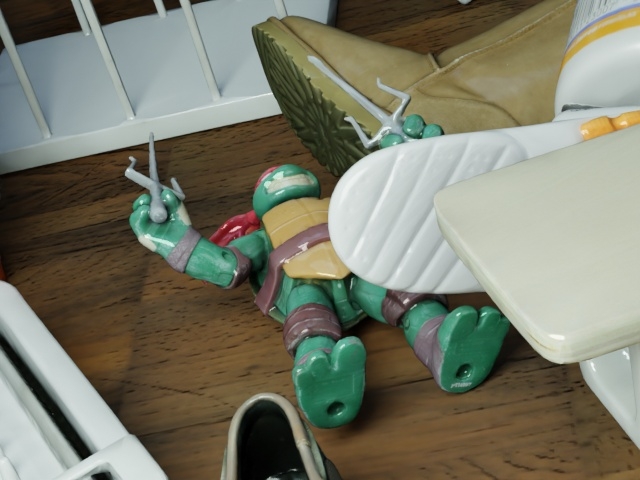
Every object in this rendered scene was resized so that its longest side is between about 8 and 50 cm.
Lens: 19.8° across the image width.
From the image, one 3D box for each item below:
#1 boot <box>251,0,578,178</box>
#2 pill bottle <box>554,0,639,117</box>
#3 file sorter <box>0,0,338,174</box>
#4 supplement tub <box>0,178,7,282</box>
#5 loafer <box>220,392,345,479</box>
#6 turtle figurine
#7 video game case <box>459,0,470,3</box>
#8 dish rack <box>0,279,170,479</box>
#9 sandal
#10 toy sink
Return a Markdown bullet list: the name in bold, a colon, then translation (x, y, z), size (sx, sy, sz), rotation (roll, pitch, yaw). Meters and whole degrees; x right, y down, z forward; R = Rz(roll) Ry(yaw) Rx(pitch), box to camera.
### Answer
- **boot**: translation (0.120, -0.124, 1.184), size (0.269, 0.089, 0.236), rotation (-28, 44, -16)
- **pill bottle**: translation (0.231, -0.160, 1.038), size (0.152, 0.152, 0.272), rotation (0, 52, 28)
- **file sorter**: translation (-0.145, -0.186, 1.336), size (0.278, 0.173, 0.193), rotation (-11, 31, 11)
- **supplement tub**: translation (-0.320, -0.086, 1.093), size (0.207, 0.338, 0.207), rotation (-13, 30, 8)
- **loafer**: translation (-0.015, 0.166, 0.765), size (0.096, 0.084, 0.267), rotation (-16, 30, 3)
- **turtle figurine**: translation (0.000, 0.000, 1.006), size (0.175, 0.118, 0.234), rotation (-28, 44, -5)
- **video game case**: translation (0.179, -0.356, 1.446), size (0.300, 0.036, 0.329), rotation (-43, 26, 15)
- **dish rack**: translation (-0.235, 0.153, 0.919), size (0.285, 0.072, 0.333), rotation (-27, 31, -15)
- **sandal**: translation (0.124, -0.026, 0.932), size (0.265, 0.102, 0.076), rotation (0, 13, -17)
- **toy sink**: translation (0.190, 0.029, 0.840), size (0.234, 0.131, 0.153), rotation (-18, 29, -10)
